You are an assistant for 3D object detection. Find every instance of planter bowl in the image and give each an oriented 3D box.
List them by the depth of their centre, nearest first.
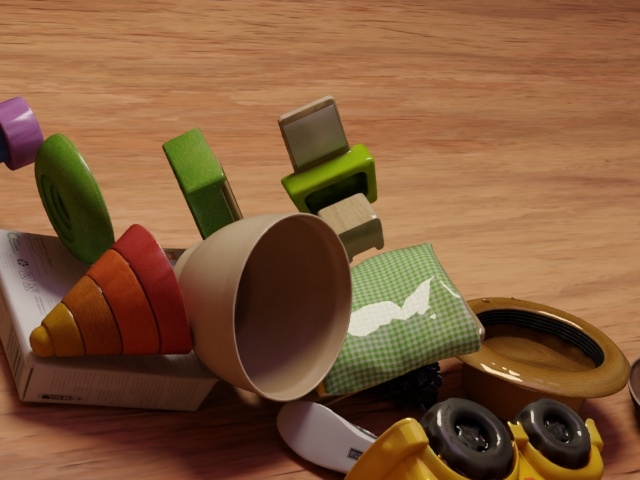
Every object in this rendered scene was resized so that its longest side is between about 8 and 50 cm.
[{"bbox_3d":[-0.063,0.052,1.481,0.109,0.162,0.162,6,15,38],"label":"planter bowl"}]

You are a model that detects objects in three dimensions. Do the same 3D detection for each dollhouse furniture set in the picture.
[{"bbox_3d":[0.000,0.000,1.611,0.198,0.151,0.301,-24,38,-6],"label":"dollhouse furniture set"}]

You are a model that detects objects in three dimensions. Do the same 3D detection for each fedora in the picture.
[{"bbox_3d":[0.201,0.126,1.668,0.194,0.079,0.194,10,26,-5],"label":"fedora"}]

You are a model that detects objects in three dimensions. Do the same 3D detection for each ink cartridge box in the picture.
[{"bbox_3d":[-0.185,0.073,1.555,0.224,0.045,0.223,6,30,-26],"label":"ink cartridge box"}]

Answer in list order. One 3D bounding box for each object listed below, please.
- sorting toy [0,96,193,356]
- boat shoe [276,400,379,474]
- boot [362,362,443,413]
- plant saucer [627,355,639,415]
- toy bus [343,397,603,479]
[{"bbox_3d":[-0.251,-0.003,1.517,0.126,0.127,0.365,-25,46,-21],"label":"sorting toy"},{"bbox_3d":[0.027,0.184,1.489,0.142,0.049,0.040,25,-6,17],"label":"boat shoe"},{"bbox_3d":[0.063,0.113,1.641,0.099,0.045,0.121,10,34,-12],"label":"boot"},{"bbox_3d":[0.399,0.183,1.736,0.199,0.036,0.198,15,26,-8],"label":"plant saucer"},{"bbox_3d":[0.150,0.245,1.354,0.220,0.149,0.211,2,44,-35],"label":"toy bus"}]
